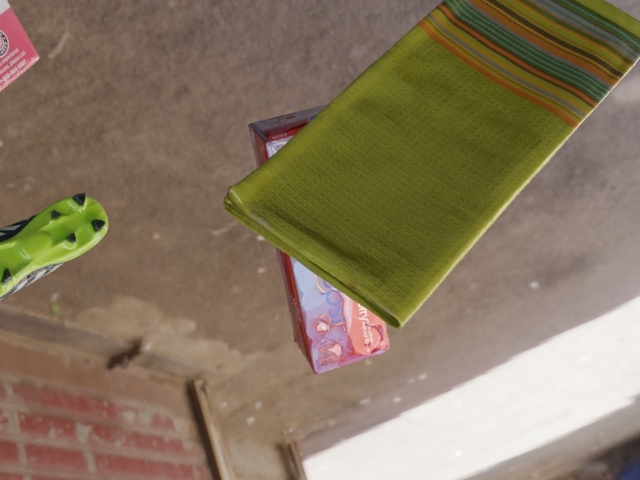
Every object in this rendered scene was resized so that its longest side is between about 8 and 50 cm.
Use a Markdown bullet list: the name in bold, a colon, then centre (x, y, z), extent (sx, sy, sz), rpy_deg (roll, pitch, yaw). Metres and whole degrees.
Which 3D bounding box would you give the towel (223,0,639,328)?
- **towel**: centre (0.066, -0.064, 0.492), extent (0.237, 0.102, 0.021), rpy_deg (-45, 158, -31)

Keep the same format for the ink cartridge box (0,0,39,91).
- **ink cartridge box**: centre (-0.574, -0.321, 1.277), extent (0.160, 0.279, 0.384), rpy_deg (-7, 122, 30)

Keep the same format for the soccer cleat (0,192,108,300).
- **soccer cleat**: centre (-0.239, 0.019, 0.756), extent (0.179, 0.060, 0.072), rpy_deg (-27, 173, -35)

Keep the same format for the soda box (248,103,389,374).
- **soda box**: centre (0.000, 0.000, 1.055), extent (0.092, 0.083, 0.263), rpy_deg (-16, 113, -11)
